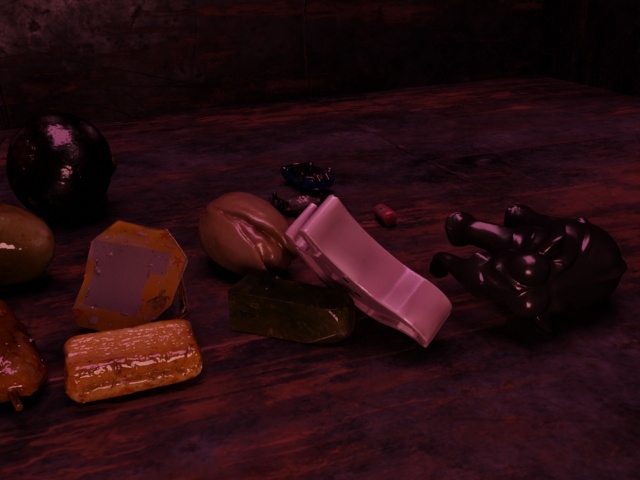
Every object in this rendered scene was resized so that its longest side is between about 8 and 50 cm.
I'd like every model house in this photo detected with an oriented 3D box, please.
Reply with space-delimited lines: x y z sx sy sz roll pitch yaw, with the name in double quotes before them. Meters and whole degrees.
"model house" -0.313 0.085 1.315 0.219 0.207 0.136 6 -13 23

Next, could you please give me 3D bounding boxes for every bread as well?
"bread" -0.520 0.179 1.159 0.124 0.084 0.344 -16 26 -30
"bread" -0.289 0.186 1.114 0.211 0.083 0.114 -9 28 -16

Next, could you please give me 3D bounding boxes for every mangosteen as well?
"mangosteen" -0.660 -0.187 1.859 0.288 0.288 0.288 -2 22 1

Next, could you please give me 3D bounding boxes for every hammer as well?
"hammer" 0.157 -0.064 1.748 0.043 0.043 0.083 -8 22 -13

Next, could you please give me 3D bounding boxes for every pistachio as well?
"pistachio" -0.158 -0.010 1.500 0.293 0.181 0.162 20 68 50

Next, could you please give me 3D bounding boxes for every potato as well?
"potato" -0.699 0.005 1.471 0.307 0.210 0.173 3 48 -5

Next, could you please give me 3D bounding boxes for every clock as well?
"clock" 0.069 0.041 1.188 0.275 0.290 0.080 28 75 43

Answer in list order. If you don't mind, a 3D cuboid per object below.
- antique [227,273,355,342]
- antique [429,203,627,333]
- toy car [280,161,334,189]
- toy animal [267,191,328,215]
"antique" -0.047 0.123 1.254 0.221 0.080 0.081 9 25 24
"antique" 0.383 0.038 1.278 0.322 0.185 0.255 -7 20 -21
"toy car" -0.040 -0.180 2.038 0.103 0.063 0.216 -12 18 -24
"toy animal" -0.055 -0.094 1.819 0.202 0.070 0.105 -8 3 -2
